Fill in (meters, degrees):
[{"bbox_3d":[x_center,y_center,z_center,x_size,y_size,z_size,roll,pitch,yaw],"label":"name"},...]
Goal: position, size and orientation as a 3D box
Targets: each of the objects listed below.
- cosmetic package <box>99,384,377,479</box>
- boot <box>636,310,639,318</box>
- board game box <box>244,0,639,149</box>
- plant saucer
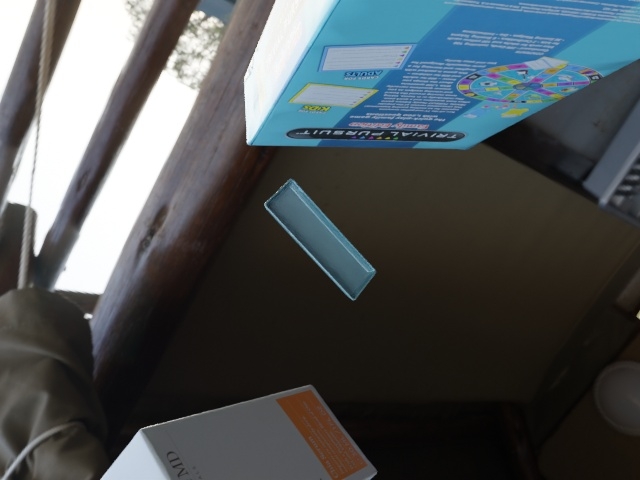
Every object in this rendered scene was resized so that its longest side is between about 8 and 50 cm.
[{"bbox_3d":[-0.120,0.418,0.988,0.230,0.161,0.453,48,-158,26],"label":"cosmetic package"},{"bbox_3d":[0.421,0.003,0.445,0.089,0.269,0.236,10,-160,-48],"label":"boot"},{"bbox_3d":[0.092,-0.157,0.451,0.254,0.079,0.336,-2,174,-17],"label":"board game box"},{"bbox_3d":[0.000,0.000,0.829,0.192,0.018,0.067,47,-123,-8],"label":"plant saucer"}]
